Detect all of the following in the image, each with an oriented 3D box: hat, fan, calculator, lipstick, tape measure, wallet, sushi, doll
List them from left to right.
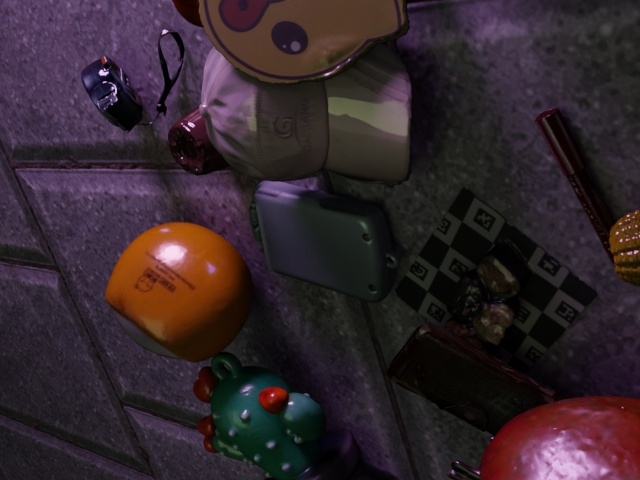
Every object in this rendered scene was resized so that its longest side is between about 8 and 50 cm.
[{"bbox_3d":[-0.250,-0.239,1.174,0.180,0.104,0.107,-38,63,18],"label":"tape measure"},{"bbox_3d":[-0.195,0.082,1.262,0.213,0.213,0.236,37,176,18],"label":"doll"},{"bbox_3d":[-0.056,-0.291,0.847,0.335,0.011,0.230,32,100,10],"label":"fan"},{"bbox_3d":[-0.015,-0.140,0.929,0.275,0.161,0.232,21,135,28],"label":"hat"},{"bbox_3d":[0.000,0.000,1.100,0.246,0.045,0.141,15,128,36],"label":"calculator"},{"bbox_3d":[0.181,0.074,0.977,0.192,0.050,0.215,40,139,14],"label":"sushi"},{"bbox_3d":[0.198,0.186,1.007,0.232,0.031,0.122,28,135,-1],"label":"wallet"},{"bbox_3d":[0.263,-0.049,0.829,0.027,0.027,0.176,-18,107,49],"label":"lipstick"}]

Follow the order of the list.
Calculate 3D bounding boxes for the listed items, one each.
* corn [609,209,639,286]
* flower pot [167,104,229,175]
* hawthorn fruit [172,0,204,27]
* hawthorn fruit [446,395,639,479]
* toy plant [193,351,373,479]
[{"bbox_3d":[0.365,-0.005,0.726,0.231,0.080,0.080,-13,109,43],"label":"corn"},{"bbox_3d":[-0.145,-0.134,1.106,0.111,0.089,0.111,25,133,30],"label":"flower pot"},{"bbox_3d":[-0.118,-0.306,0.928,0.125,0.125,0.140,-26,93,50],"label":"hawthorn fruit"},{"bbox_3d":[0.298,0.298,0.858,0.316,0.316,0.316,25,133,29],"label":"hawthorn fruit"},{"bbox_3d":[-0.037,0.330,1.266,0.400,0.185,0.279,55,163,-2],"label":"toy plant"}]
